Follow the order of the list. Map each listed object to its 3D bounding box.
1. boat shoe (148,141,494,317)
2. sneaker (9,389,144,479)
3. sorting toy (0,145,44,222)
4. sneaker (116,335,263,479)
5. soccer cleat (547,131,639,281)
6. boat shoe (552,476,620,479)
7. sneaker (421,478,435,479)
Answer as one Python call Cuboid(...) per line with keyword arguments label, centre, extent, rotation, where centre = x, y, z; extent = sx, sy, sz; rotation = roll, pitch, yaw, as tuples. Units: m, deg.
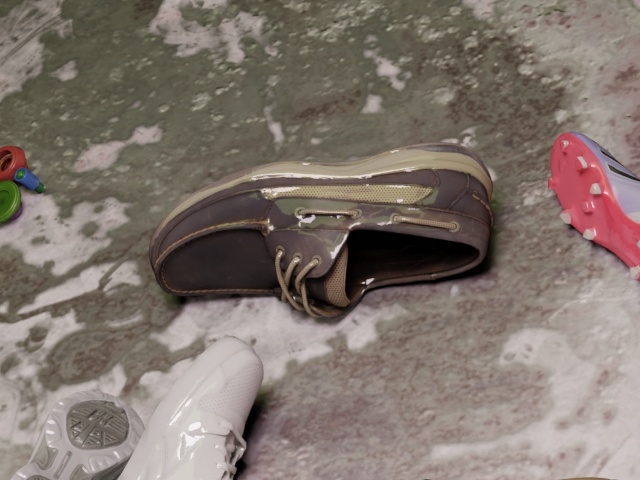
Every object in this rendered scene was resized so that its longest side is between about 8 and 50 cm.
Cuboid(label="boat shoe", centre=(0.000, 0.000, 1.764), extent=(0.355, 0.132, 0.130), rotation=(-14, 47, 8))
Cuboid(label="sneaker", centre=(-0.249, 0.231, 1.673), extent=(0.090, 0.115, 0.232), rotation=(35, 37, 4))
Cuboid(label="sorting toy", centre=(-0.342, -0.059, 1.994), extent=(0.061, 0.042, 0.102), rotation=(-16, 57, 25))
Cuboid(label="sneaker", centre=(-0.094, 0.237, 1.615), extent=(0.169, 0.108, 0.292), rotation=(21, 69, 30))
Cuboid(label="soccer cleat", centre=(0.309, -0.025, 1.732), extent=(0.095, 0.083, 0.248), rotation=(-5, 36, -27))
Cuboid(label="boat shoe", centre=(0.250, 0.267, 1.456), extent=(0.341, 0.122, 0.110), rotation=(-9, 47, 9))
Cuboid(label="sneaker", centre=(0.064, 0.258, 1.582), extent=(0.057, 0.047, 0.119), rotation=(10, 52, 40))
